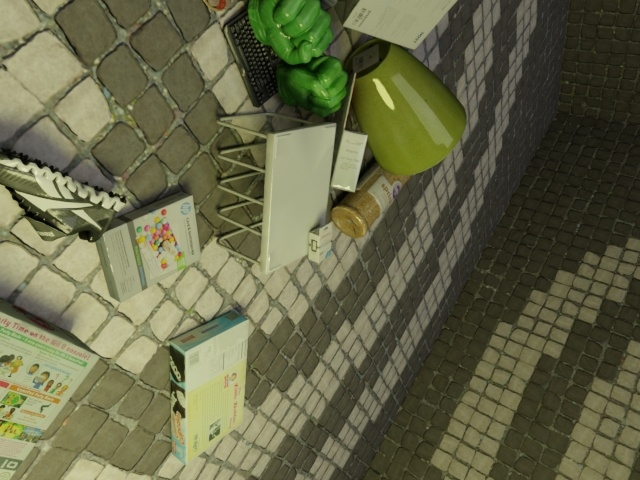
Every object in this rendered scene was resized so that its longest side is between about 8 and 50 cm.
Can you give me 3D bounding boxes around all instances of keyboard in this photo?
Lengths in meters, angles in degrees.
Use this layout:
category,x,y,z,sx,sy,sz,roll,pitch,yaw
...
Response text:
category,x,y,z,sx,sy,sz,roll,pitch,yaw
keyboard,-0.123,-0.367,0.968,0.108,0.023,0.180,-52,145,-26

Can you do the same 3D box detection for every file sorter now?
category,x,y,z,sx,sy,sz,roll,pitch,yaw
file sorter,-0.103,-0.110,1.005,0.193,0.173,0.277,-25,129,-49

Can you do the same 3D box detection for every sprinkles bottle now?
category,x,y,z,sx,sy,sz,roll,pitch,yaw
sprinkles bottle,0.175,-0.162,1.447,0.355,0.121,0.121,-48,143,-28

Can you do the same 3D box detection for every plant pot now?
category,x,y,z,sx,sy,sz,roll,pitch,yaw
plant pot,0.191,-0.363,1.255,0.293,0.275,0.275,40,74,-42

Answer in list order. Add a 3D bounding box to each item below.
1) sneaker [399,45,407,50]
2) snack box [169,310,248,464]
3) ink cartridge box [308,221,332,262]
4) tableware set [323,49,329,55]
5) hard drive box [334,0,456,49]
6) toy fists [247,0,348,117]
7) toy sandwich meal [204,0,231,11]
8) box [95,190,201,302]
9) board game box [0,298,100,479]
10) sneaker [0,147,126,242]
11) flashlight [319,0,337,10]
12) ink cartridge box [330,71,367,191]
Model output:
category,x,y,z,sx,sy,sz,roll,pitch,yaw
sneaker,0.191,-0.561,1.309,0.073,0.063,0.162,-51,144,5
snack box,-0.260,0.344,1.143,0.187,0.060,0.322,-22,126,-49
ink cartridge box,0.000,0.000,1.040,0.048,0.028,0.083,-31,134,-47
tableware set,-0.011,-0.496,1.043,0.128,0.039,0.194,-28,130,-47
hard drive box,0.170,-0.536,1.058,0.232,0.089,0.181,0,150,-38
toy fists,-0.034,-0.360,0.955,0.096,0.142,0.279,-64,150,-28
toy sandwich meal,-0.174,-0.441,0.839,0.085,0.029,0.085,-33,134,-43
box,-0.309,0.008,0.893,0.186,0.038,0.145,-34,135,-44
board game box,-0.504,0.239,0.681,0.303,0.097,0.224,-56,147,-17
sneaker,-0.391,-0.053,0.694,0.234,0.078,0.106,31,79,-60
flashlight,-0.075,-0.509,0.851,0.304,0.103,0.103,10,113,-50
ink cartridge box,0.062,-0.253,1.133,0.275,0.060,0.239,-105,-152,-75
